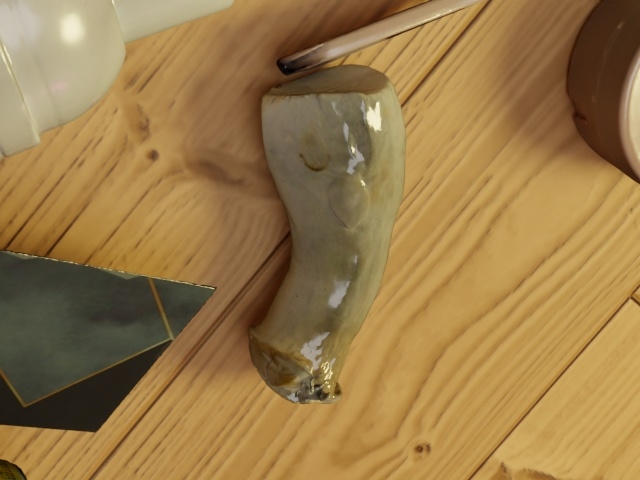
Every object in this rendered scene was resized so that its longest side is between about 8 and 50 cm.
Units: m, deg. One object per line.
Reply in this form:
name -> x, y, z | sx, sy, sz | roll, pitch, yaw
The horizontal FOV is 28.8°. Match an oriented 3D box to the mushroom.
mushroom -> 0.004, 0.000, 0.795 | 0.092, 0.081, 0.223 | -11, 119, -35

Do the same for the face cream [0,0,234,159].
face cream -> -0.197, -0.104, 0.642 | 0.370, 0.145, 0.145 | -20, 117, -8

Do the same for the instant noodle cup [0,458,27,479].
instant noodle cup -> -0.258, 0.199, 0.744 | 0.144, 0.182, 0.182 | 10, 109, -31

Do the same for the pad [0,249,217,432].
pad -> -0.199, 0.059, 0.725 | 0.243, 0.004, 0.163 | 12, 132, -37

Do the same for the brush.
brush -> 0.112, -0.178, 0.772 | 0.313, 0.072, 0.067 | -22, 95, -5

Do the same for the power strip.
power strip -> 0.250, -0.106, 0.833 | 0.154, 0.078, 0.154 | -6, 113, -15
